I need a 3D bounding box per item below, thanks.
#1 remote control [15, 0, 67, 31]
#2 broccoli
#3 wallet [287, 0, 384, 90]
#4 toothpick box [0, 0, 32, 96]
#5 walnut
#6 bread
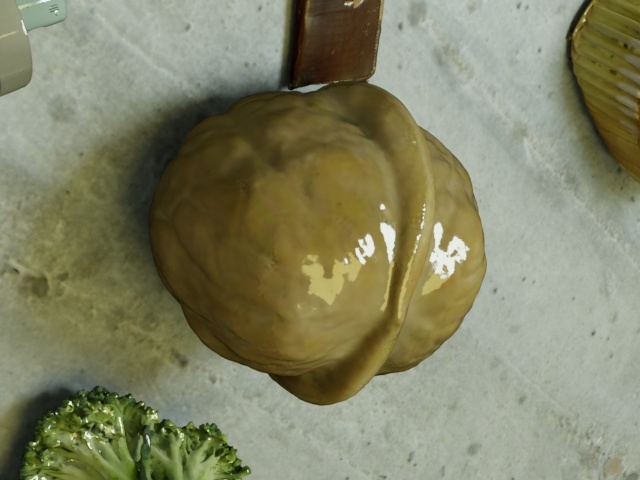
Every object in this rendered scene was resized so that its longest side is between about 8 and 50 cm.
[{"bbox_3d":[-0.230,-0.235,1.038,0.061,0.029,0.162,-22,124,-26],"label":"remote control"},{"bbox_3d":[-0.120,0.248,1.179,0.221,0.361,0.252,22,61,-36],"label":"broccoli"},{"bbox_3d":[0.017,-0.226,1.241,0.095,0.026,0.176,-11,119,-28],"label":"wallet"},{"bbox_3d":[-0.311,-0.129,0.976,0.180,0.111,0.111,-26,127,-27],"label":"toothpick box"},{"bbox_3d":[0.000,0.000,1.190,0.296,0.285,0.285,6,109,-34],"label":"walnut"},{"bbox_3d":[0.404,-0.163,1.493,0.204,0.156,0.288,-39,133,-12],"label":"bread"}]
